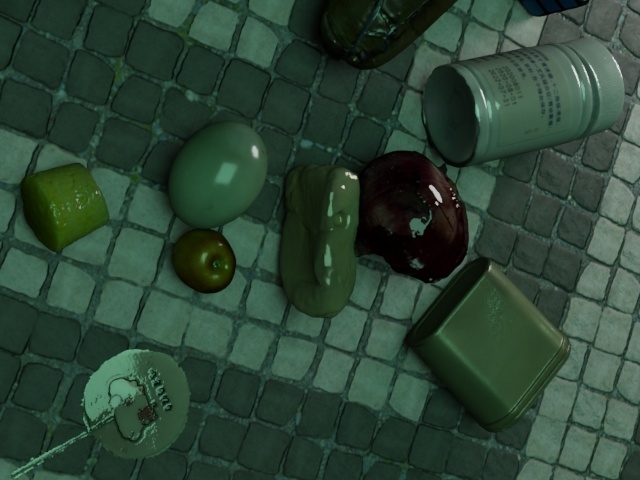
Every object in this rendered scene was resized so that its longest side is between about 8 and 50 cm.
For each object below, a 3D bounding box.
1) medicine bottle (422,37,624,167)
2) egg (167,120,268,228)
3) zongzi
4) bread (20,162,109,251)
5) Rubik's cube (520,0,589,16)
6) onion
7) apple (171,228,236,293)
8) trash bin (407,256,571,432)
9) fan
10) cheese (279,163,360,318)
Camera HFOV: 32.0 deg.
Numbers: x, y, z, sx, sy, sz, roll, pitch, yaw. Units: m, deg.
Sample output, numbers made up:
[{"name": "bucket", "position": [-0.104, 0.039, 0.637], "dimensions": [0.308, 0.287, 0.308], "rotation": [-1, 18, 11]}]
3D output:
[{"name": "medicine bottle", "position": [0.374, -0.257, 2.051], "dimensions": [0.332, 0.190, 0.190], "rotation": [-14, 99, -23]}, {"name": "egg", "position": [-0.169, -0.107, 1.836], "dimensions": [0.149, 0.149, 0.192], "rotation": [40, 77, -21]}, {"name": "zongzi", "position": [0.071, -0.517, 1.912], "dimensions": [0.356, 0.174, 0.393], "rotation": [-44, 96, 5]}, {"name": "bread", "position": [-0.405, -0.055, 1.763], "dimensions": [0.114, 0.111, 0.129], "rotation": [-27, 108, -29]}, {"name": "Rubik's cube", "position": [0.440, -0.534, 2.079], "dimensions": [0.162, 0.160, 0.163], "rotation": [42, 76, -20]}, {"name": "onion", "position": [0.148, -0.032, 1.955], "dimensions": [0.219, 0.252, 0.252], "rotation": [-33, 109, 18]}, {"name": "apple", "position": [-0.194, 0.036, 1.860], "dimensions": [0.099, 0.102, 0.114], "rotation": [-26, 104, -22]}, {"name": "trash bin", "position": [0.315, 0.195, 2.095], "dimensions": [0.247, 0.121, 0.243], "rotation": [45, 75, -16]}, {"name": "fan", "position": [-0.363, 0.307, 1.851], "dimensions": [0.329, 0.009, 0.191], "rotation": [-27, 104, -21]}, {"name": "cheese", "position": [0.002, 0.000, 1.916], "dimensions": [0.093, 0.159, 0.263], "rotation": [5, 92, -29]}]
